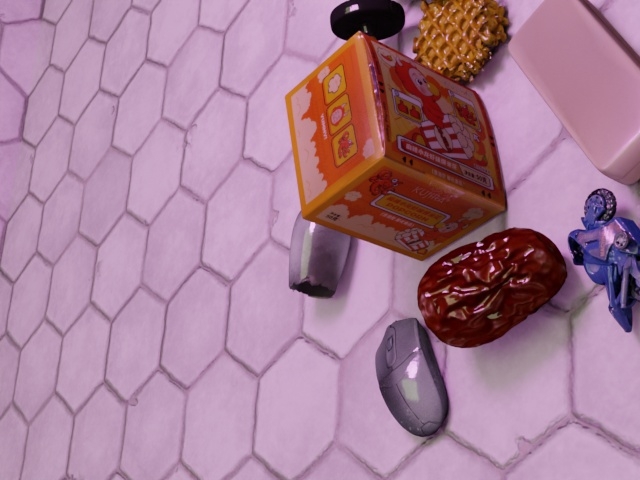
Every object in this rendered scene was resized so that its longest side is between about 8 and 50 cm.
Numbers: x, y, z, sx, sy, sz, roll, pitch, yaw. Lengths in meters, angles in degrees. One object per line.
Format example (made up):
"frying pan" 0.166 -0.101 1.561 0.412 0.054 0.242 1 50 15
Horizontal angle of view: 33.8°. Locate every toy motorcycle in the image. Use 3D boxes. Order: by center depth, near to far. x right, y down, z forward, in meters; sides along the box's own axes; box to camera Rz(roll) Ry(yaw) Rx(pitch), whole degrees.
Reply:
"toy motorcycle" 0.413 0.023 1.483 0.114 0.076 0.205 -56 41 33

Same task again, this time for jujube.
"jujube" 0.258 0.068 1.592 0.230 0.155 0.155 -36 49 28

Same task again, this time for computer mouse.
"computer mouse" 0.140 0.216 1.735 0.113 0.068 0.229 -45 44 28

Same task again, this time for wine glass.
"wine glass" 0.000 0.000 1.968 0.111 0.111 0.205 -8 65 49

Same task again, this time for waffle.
"waffle" 0.244 -0.357 1.860 0.193 0.070 0.197 -17 64 46

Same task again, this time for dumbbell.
"dumbbell" 0.093 -0.347 1.964 0.143 0.143 0.326 -20 66 45

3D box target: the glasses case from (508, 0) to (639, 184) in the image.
"glasses case" 0.413 -0.240 1.589 0.144 0.076 0.336 -48 43 26

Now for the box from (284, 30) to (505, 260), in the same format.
"box" 0.123 -0.151 1.739 0.214 0.283 0.260 -38 48 37
